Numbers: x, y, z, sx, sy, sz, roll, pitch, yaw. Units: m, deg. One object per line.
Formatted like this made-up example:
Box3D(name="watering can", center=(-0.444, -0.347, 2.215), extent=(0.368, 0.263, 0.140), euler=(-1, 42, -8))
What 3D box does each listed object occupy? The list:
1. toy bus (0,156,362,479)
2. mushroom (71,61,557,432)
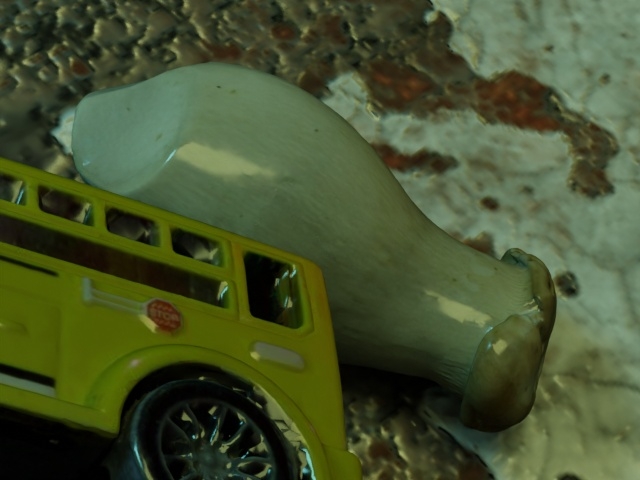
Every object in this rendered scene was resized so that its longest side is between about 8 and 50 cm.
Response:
Box3D(name="toy bus", center=(-0.161, 0.040, 0.631), extent=(0.331, 0.145, 0.151), euler=(19, 46, -24))
Box3D(name="mushroom", center=(0.001, -0.001, 0.768), extent=(0.212, 0.097, 0.088), euler=(33, 81, -4))
